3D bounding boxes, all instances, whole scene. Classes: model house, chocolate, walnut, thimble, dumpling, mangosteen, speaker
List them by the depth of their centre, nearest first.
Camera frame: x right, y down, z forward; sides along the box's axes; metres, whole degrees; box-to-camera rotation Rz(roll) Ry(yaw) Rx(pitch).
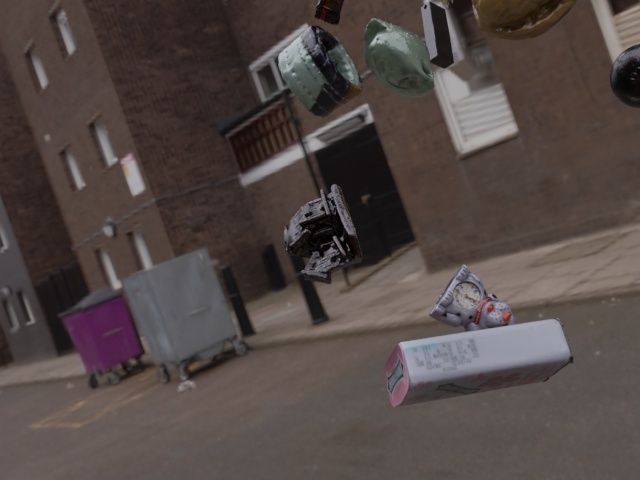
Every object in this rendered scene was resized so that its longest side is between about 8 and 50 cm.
[{"bbox_3d":[0.433,-0.544,1.569,0.257,0.257,0.224,-19,-23,28],"label":"walnut"},{"bbox_3d":[-0.001,-0.002,1.661,0.164,0.141,0.203,-17,46,0],"label":"model house"},{"bbox_3d":[0.744,-0.380,1.706,0.152,0.152,0.152,-20,1,0],"label":"mangosteen"},{"bbox_3d":[0.187,-0.423,1.718,0.108,0.219,0.152,-36,-6,-7],"label":"dumpling"},{"bbox_3d":[0.000,-0.461,2.014,0.150,0.237,0.237,-31,-4,22],"label":"thimble"},{"bbox_3d":[0.037,-0.692,2.054,0.086,0.183,0.028,9,12,-27],"label":"chocolate"},{"bbox_3d":[0.382,-0.676,2.443,0.082,0.218,0.044,12,-27,-36],"label":"speaker"}]

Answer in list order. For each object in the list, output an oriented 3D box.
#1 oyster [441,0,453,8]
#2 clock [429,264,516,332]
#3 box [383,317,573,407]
[{"bbox_3d":[0.354,-0.837,2.066,0.107,0.355,0.201,10,9,2],"label":"oyster"},{"bbox_3d":[0.478,0.216,2.227,0.189,0.254,0.189,-53,-12,-16],"label":"clock"},{"bbox_3d":[0.334,0.263,1.580,0.369,0.112,0.190,-7,-25,-9],"label":"box"}]
